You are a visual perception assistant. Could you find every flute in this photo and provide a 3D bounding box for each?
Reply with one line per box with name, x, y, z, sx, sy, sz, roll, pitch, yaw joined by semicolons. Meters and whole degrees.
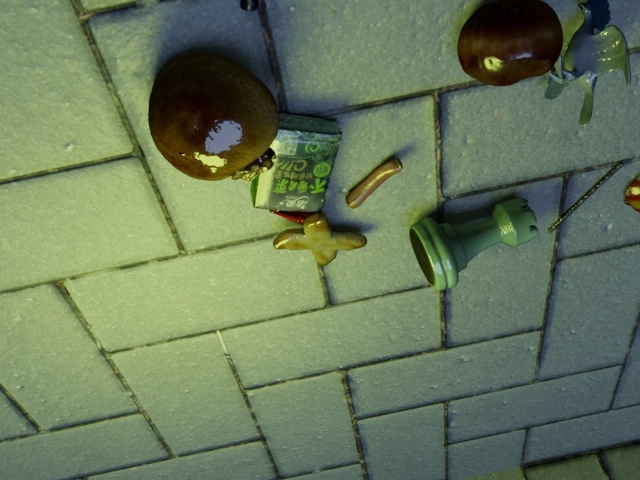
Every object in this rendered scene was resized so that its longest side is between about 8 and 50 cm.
flute;0.703;-0.112;1.799;0.014;0.014;0.269;19;128;-27

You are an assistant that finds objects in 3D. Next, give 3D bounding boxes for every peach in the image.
peach;0.954;-0.138;1.791;0.279;0.068;0.189;-20;137;8

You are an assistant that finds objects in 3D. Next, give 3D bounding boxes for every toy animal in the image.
toy animal;0.550;-0.370;1.382;0.176;0.239;0.255;-19;101;-11

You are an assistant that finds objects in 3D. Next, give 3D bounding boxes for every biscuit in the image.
biscuit;0.001;-0.001;1.703;0.164;0.047;0.208;-30;147;27

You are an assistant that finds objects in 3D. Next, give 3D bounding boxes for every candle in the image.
candle;-0.052;-0.066;1.671;0.162;0.053;0.048;20;84;-35

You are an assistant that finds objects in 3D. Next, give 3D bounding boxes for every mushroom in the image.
mushroom;-0.207;-0.227;1.341;0.283;0.195;0.263;34;117;-25

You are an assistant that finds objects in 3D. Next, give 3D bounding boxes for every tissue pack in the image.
tissue pack;-0.059;-0.173;1.536;0.173;0.073;0.235;2;134;-14

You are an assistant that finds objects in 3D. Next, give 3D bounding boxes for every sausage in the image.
sausage;0.127;-0.138;1.626;0.040;0.047;0.177;36;121;-24

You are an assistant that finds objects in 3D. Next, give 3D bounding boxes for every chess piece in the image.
chess piece;0.397;-0.007;1.735;0.299;0.194;0.194;-21;135;-3

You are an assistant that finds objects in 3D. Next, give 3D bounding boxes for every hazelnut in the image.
hazelnut;0.367;-0.394;1.336;0.178;0.178;0.204;34;161;-36

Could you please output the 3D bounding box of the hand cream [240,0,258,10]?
hand cream;-0.127;-0.500;1.224;0.062;0.039;0.163;9;131;1
